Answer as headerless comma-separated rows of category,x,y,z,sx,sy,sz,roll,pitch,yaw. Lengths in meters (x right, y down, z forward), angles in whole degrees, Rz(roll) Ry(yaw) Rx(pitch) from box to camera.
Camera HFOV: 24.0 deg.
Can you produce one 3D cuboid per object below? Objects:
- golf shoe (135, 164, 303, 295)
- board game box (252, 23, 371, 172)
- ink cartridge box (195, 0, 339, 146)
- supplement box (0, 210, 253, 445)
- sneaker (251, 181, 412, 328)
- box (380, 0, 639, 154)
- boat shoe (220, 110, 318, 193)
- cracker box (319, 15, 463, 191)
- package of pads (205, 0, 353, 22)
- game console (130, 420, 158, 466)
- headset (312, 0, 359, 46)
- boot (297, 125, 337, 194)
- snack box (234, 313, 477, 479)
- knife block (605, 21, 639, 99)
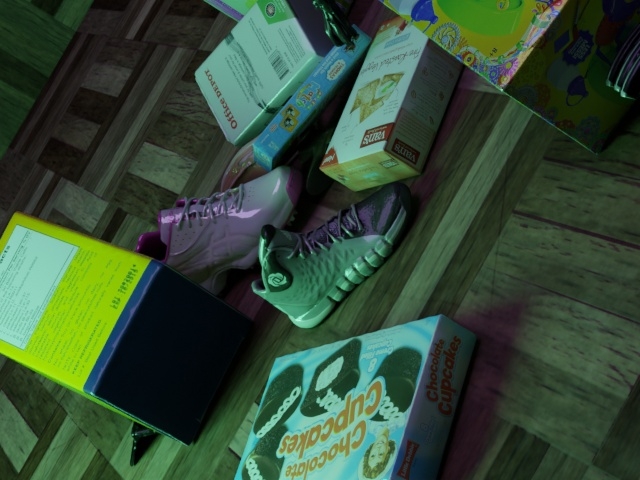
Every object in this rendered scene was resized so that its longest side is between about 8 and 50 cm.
golf shoe,-0.146,-0.017,2.111,0.306,0.140,0.115,-41,27,36
board game box,-0.013,-0.191,2.071,0.211,0.039,0.160,-51,-1,-5
ink cartridge box,-0.074,-0.257,2.244,0.208,0.087,0.153,-43,60,30
supplement box,-0.303,0.115,2.070,0.356,0.195,0.194,17,76,45
sneaker,0.000,0.000,1.821,0.228,0.132,0.086,-50,25,19
box,0.243,-0.296,1.555,0.290,0.177,0.279,-55,44,9
boat shoe,-0.075,-0.116,2.189,0.190,0.068,0.072,-51,37,17
cracker box,0.100,-0.185,1.923,0.156,0.067,0.232,-13,51,58
package of pads,-0.100,-0.423,2.385,0.296,0.229,0.101,6,67,63
game console,-0.228,0.244,2.127,0.107,0.071,0.122,-15,42,16
headset,0.162,-0.383,1.900,0.394,0.185,0.243,-19,28,15
boot,-0.011,-0.109,2.090,0.106,0.037,0.114,-64,22,-12
snack box,0.028,0.197,1.628,0.322,0.060,0.187,-21,44,54
knife block,0.384,-0.249,1.425,0.242,0.088,0.275,-27,40,49
